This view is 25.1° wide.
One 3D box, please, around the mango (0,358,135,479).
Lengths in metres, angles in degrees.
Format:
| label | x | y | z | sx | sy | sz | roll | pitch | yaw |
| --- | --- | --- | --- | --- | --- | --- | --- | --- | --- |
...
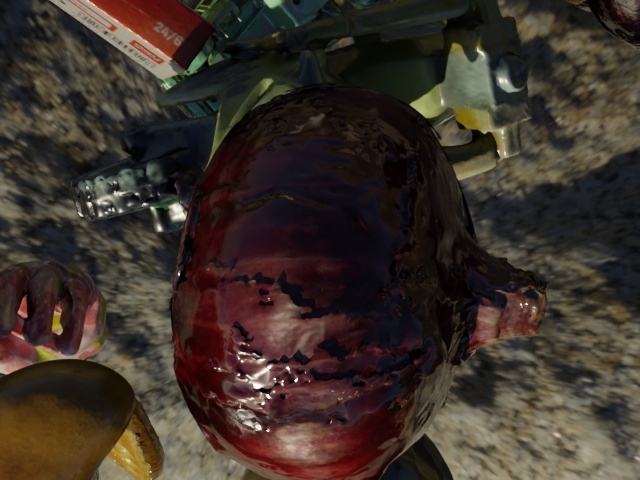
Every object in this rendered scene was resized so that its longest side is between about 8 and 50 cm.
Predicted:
| label | x | y | z | sx | sy | sz | roll | pitch | yaw |
| --- | --- | --- | --- | --- | --- | --- | --- | --- | --- |
| mango | -0.182 | 0.142 | 0.831 | 0.102 | 0.085 | 0.184 | 36 | 106 | -5 |

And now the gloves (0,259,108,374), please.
| label | x | y | z | sx | sy | sz | roll | pitch | yaw |
| --- | --- | --- | --- | --- | --- | --- | --- | --- | --- |
| gloves | -0.312 | 0.075 | 1.506 | 0.145 | 0.241 | 0.126 | -1 | 65 | 13 |

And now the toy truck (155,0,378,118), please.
| label | x | y | z | sx | sy | sz | roll | pitch | yaw |
| --- | --- | --- | --- | --- | --- | --- | --- | --- | --- |
| toy truck | -0.062 | -0.222 | 1.425 | 0.128 | 0.135 | 0.259 | 47 | 69 | -33 |

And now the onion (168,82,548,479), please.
| label | x | y | z | sx | sy | sz | roll | pitch | yaw |
| --- | --- | --- | --- | --- | --- | --- | --- | --- | --- |
| onion | 0.024 | 0.032 | 0.845 | 0.219 | 0.252 | 0.252 | 8 | 87 | 17 |

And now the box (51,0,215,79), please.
| label | x | y | z | sx | sy | sz | roll | pitch | yaw |
| --- | --- | --- | --- | --- | --- | --- | --- | --- | --- |
| box | -0.200 | -0.220 | 1.198 | 0.229 | 0.123 | 0.050 | 35 | 83 | -14 |

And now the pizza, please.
| label | x | y | z | sx | sy | sz | roll | pitch | yaw |
| --- | --- | --- | --- | --- | --- | --- | --- | --- | --- |
| pizza | -0.260 | 0.192 | 1.671 | 0.199 | 0.188 | 0.062 | 28 | 60 | 20 |

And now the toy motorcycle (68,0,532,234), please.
| label | x | y | z | sx | sy | sz | roll | pitch | yaw |
| --- | --- | --- | --- | --- | --- | --- | --- | --- | --- |
| toy motorcycle | 0.003 | -0.101 | 1.168 | 0.410 | 0.237 | 0.168 | -28 | 112 | -38 |

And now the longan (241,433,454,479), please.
| label | x | y | z | sx | sy | sz | roll | pitch | yaw |
| --- | --- | --- | --- | --- | --- | --- | --- | --- | --- |
| longan | 0.034 | 0.295 | 1.562 | 0.248 | 0.248 | 0.248 | 0 | 87 | -1 |

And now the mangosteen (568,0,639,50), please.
| label | x | y | z | sx | sy | sz | roll | pitch | yaw |
| --- | --- | --- | --- | --- | --- | --- | --- | --- | --- |
| mangosteen | 0.178 | -0.168 | 0.792 | 0.151 | 0.137 | 0.137 | 3 | 87 | 19 |

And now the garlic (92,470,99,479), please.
| label | x | y | z | sx | sy | sz | roll | pitch | yaw |
| --- | --- | --- | --- | --- | --- | --- | --- | --- | --- |
| garlic | -0.341 | 0.254 | 1.288 | 0.286 | 0.313 | 0.249 | -37 | 127 | -28 |
